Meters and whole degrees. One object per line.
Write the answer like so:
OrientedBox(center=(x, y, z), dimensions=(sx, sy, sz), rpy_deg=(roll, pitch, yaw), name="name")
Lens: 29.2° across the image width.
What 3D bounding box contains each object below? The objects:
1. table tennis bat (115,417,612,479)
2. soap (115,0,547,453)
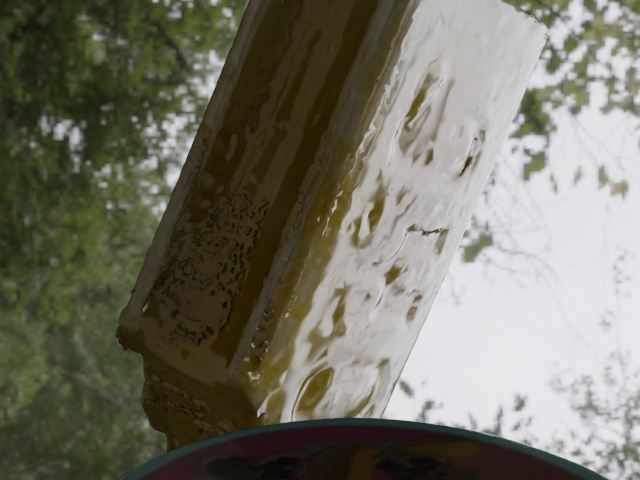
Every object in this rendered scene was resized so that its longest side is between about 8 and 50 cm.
OrientedBox(center=(0.024, 0.092, 0.245), dimensions=(0.244, 0.153, 0.040), rpy_deg=(-127, -144, -70), name="table tennis bat")
OrientedBox(center=(0.000, 0.000, 0.547), dimensions=(0.080, 0.160, 0.257), rpy_deg=(27, -79, 28), name="soap")
